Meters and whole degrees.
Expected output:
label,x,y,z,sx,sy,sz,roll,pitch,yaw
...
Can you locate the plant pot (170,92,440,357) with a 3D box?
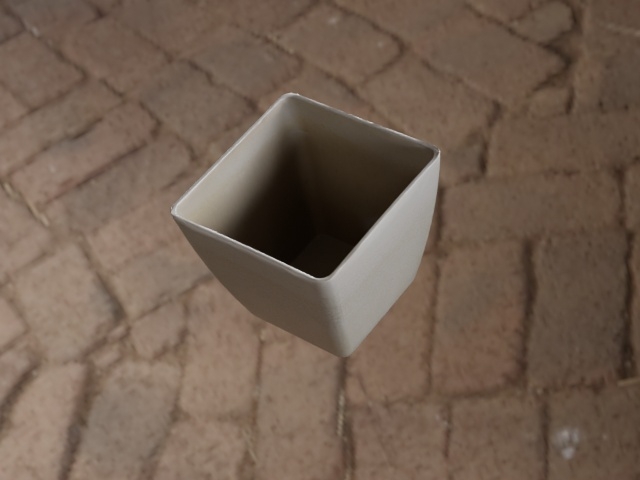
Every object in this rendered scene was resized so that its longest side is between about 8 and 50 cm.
label,x,y,z,sx,sy,sz,roll,pitch,yaw
plant pot,0.000,0.000,0.768,0.109,0.096,0.109,23,57,31
